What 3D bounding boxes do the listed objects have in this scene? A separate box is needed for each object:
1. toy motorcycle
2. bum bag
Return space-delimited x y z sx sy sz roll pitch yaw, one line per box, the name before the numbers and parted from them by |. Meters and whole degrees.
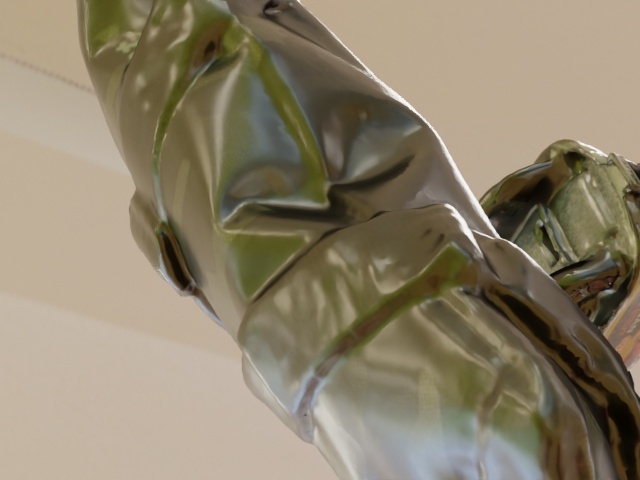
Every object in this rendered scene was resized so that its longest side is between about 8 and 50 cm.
toy motorcycle | 0.122 0.048 0.815 0.157 0.091 0.263 -5 -39 -29
bum bag | 0.000 0.000 0.495 0.095 0.340 0.144 -29 -36 -8
